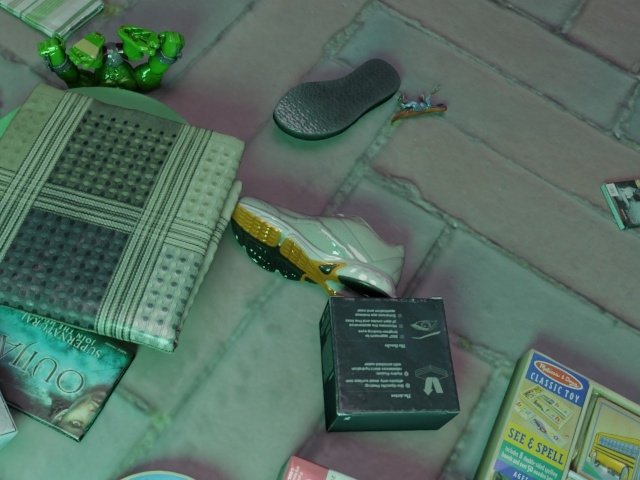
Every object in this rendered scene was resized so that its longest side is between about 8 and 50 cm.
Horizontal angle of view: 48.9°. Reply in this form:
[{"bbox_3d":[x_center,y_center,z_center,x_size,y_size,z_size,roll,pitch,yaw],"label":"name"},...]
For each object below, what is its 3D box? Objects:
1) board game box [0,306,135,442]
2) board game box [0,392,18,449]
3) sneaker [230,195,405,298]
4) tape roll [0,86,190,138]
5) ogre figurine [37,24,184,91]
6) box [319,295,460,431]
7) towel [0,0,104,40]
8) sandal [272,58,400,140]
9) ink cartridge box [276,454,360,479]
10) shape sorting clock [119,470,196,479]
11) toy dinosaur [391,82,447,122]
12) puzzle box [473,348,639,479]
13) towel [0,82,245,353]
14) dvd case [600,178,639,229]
[{"bbox_3d":[-0.346,0.154,0.877,0.186,0.026,0.126,25,60,3],"label":"board game box"},{"bbox_3d":[-0.525,0.116,0.714,0.319,0.066,0.318,-8,61,-53],"label":"board game box"},{"bbox_3d":[0.000,0.000,0.998,0.263,0.099,0.121,30,53,-3],"label":"sneaker"},{"bbox_3d":[-0.310,-0.065,0.973,0.322,0.077,0.321,5,61,-9],"label":"tape roll"},{"bbox_3d":[-0.307,-0.263,1.056,0.197,0.118,0.096,-30,76,-22],"label":"ogre figurine"},{"bbox_3d":[0.084,0.161,0.918,0.156,0.093,0.158,2,61,-10],"label":"box"},{"bbox_3d":[-0.450,-0.393,1.156,0.152,0.023,0.113,31,59,9],"label":"towel"},{"bbox_3d":[0.032,-0.219,1.143,0.255,0.054,0.097,-28,77,-33],"label":"sandal"},{"bbox_3d":[0.036,0.363,0.802,0.218,0.092,0.158,22,61,-1],"label":"ink cartridge box"},{"bbox_3d":[-0.190,0.361,0.777,0.206,0.040,0.206,1,62,-1],"label":"shape sorting clock"},{"bbox_3d":[0.170,-0.222,1.184,0.082,0.047,0.090,23,93,-8],"label":"toy dinosaur"},{"bbox_3d":[0.405,0.351,0.903,0.409,0.052,0.272,27,60,4],"label":"puzzle box"},{"bbox_3d":[-0.277,-0.040,0.894,0.312,0.056,0.324,16,59,0],"label":"towel"},{"bbox_3d":[0.537,-0.063,1.173,0.120,0.013,0.087,-7,64,-16],"label":"dvd case"}]
